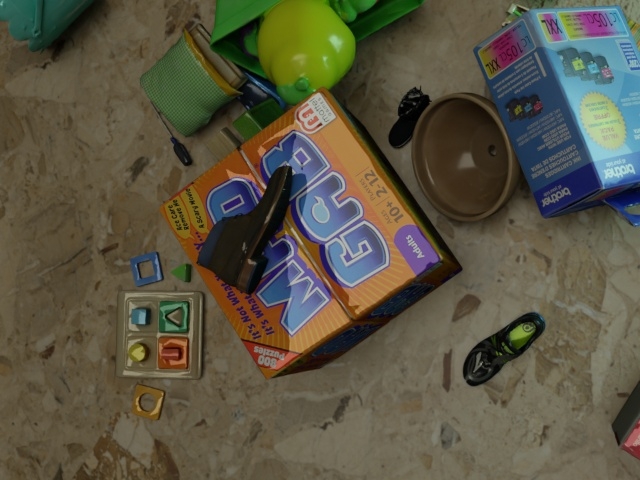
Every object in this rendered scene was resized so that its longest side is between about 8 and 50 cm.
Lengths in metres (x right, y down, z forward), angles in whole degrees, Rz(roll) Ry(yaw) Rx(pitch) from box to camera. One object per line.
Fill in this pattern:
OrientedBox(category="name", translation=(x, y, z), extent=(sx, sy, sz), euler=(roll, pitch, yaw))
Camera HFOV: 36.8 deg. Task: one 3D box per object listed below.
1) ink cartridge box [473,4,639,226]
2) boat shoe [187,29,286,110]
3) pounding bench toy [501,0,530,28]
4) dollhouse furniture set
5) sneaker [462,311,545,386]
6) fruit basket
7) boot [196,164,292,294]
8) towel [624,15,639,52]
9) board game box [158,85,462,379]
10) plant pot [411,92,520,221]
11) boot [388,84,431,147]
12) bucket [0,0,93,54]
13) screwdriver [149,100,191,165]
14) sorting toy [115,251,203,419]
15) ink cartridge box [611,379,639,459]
OrientedBox(category="ink cartridge box", translation=(0.472, -0.202, 1.692), extent=(0.151, 0.270, 0.395), euler=(-30, 77, 52))
OrientedBox(category="boat shoe", translation=(-0.192, -0.328, 1.953), extent=(0.258, 0.109, 0.089), euler=(41, 110, 16))
OrientedBox(category="pounding bench toy", translation=(0.386, -0.417, 1.831), extent=(0.065, 0.083, 0.052), euler=(27, 92, 15))
OrientedBox(category="dollhouse furniture set", translation=(-0.222, -0.248, 1.866), extent=(0.197, 0.151, 0.301), euler=(-39, 96, 25))
OrientedBox(category="sneaker", translation=(0.338, 0.199, 1.797), extent=(0.188, 0.078, 0.067), euler=(-40, 78, 8))
OrientedBox(category="fruit basket", translation=(-0.010, -0.389, 1.767), extent=(0.392, 0.283, 0.392), euler=(-7, 77, 33))
OrientedBox(category="boot", translation=(-0.123, -0.032, 1.558), extent=(0.106, 0.082, 0.219), euler=(22, 94, 13))
OrientedBox(category="towel", translation=(0.631, -0.327, 1.798), extent=(0.237, 0.021, 0.102), euler=(33, 95, 13))
OrientedBox(category="board game box", translation=(0.000, 0.000, 1.751), extent=(0.356, 0.356, 0.356), euler=(-36, 78, 8))
OrientedBox(category="plant pot", translation=(0.292, -0.160, 1.798), extent=(0.237, 0.110, 0.237), euler=(16, 113, 44))
OrientedBox(category="boot", translation=(0.168, -0.239, 1.861), extent=(0.045, 0.099, 0.121), euler=(42, 96, 14))
OrientedBox(category="bucket", translation=(-0.605, -0.550, 1.994), extent=(0.183, 0.281, 0.281), euler=(-38, 78, 5))
OrientedBox(category="screwdriver", translation=(-0.321, -0.225, 2.019), extent=(0.025, 0.024, 0.170), euler=(-32, 76, -20))
OrientedBox(category="sorting toy", translation=(-0.337, 0.195, 1.976), extent=(0.196, 0.047, 0.348), euler=(0, 86, 13))
OrientedBox(category="ink cartridge box", translation=(0.697, 0.369, 1.594), extent=(0.384, 0.279, 0.160), euler=(32, 94, 14))
